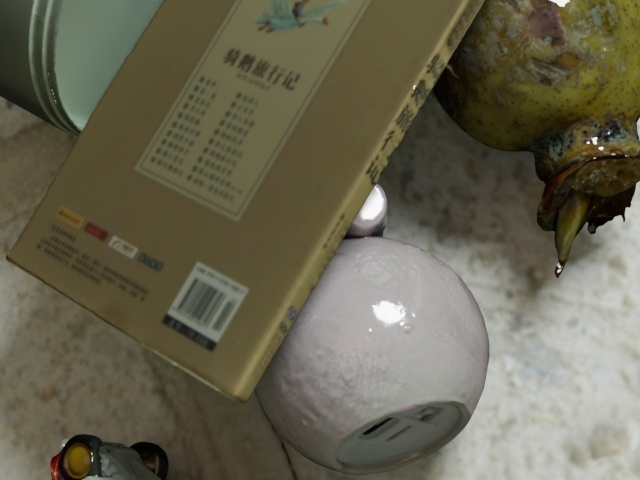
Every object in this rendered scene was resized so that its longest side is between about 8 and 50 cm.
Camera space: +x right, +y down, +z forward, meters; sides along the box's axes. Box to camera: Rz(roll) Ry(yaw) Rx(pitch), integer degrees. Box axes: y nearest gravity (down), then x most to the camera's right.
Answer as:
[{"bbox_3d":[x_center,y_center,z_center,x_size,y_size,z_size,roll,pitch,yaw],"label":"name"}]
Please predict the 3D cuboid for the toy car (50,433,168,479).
[{"bbox_3d":[-0.121,0.194,1.031,0.139,0.112,0.112,40,103,33],"label":"toy car"}]

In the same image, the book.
[{"bbox_3d":[-0.039,-0.082,0.986,0.217,0.021,0.310,27,83,40],"label":"book"}]

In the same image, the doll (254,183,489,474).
[{"bbox_3d":[0.000,0.000,1.037,0.151,0.151,0.287,-27,61,7],"label":"doll"}]

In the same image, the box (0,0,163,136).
[{"bbox_3d":[-0.156,-0.192,1.086,0.149,0.226,0.226,28,83,22],"label":"box"}]

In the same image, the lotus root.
[{"bbox_3d":[0.135,-0.122,1.019,0.154,0.154,0.278,-21,70,9],"label":"lotus root"}]
